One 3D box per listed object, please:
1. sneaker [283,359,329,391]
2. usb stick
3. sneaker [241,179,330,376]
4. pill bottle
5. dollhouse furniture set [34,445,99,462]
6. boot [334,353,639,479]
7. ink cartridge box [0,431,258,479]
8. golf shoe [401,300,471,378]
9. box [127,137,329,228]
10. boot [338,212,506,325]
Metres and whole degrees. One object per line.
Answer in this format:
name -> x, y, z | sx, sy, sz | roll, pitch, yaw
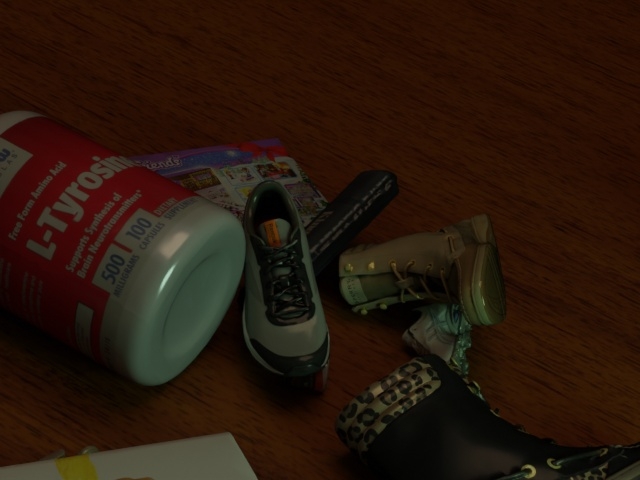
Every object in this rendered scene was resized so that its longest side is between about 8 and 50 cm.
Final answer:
sneaker -> -0.028, 0.120, 1.978 | 0.065, 0.061, 0.158 | 0, 36, -8
usb stick -> 0.000, 0.000, 2.089 | 0.077, 0.045, 0.278 | 7, 42, 47
sneaker -> -0.052, 0.046, 1.941 | 0.100, 0.108, 0.271 | -9, 53, -7
pill bottle -> -0.312, -0.013, 1.921 | 0.408, 0.229, 0.229 | 27, 37, 18
dollhouse furniture set -> -0.207, 0.289, 1.625 | 0.151, 0.123, 0.144 | 36, 41, 28
boot -> 0.227, 0.240, 1.835 | 0.377, 0.138, 0.284 | -21, 47, -31
ink cartridge box -> -0.243, 0.340, 1.411 | 0.385, 0.279, 0.160 | -6, 38, -26
golf shoe -> 0.144, 0.137, 2.020 | 0.086, 0.069, 0.176 | -1, 28, 9
box -> -0.143, -0.044, 2.167 | 0.293, 0.057, 0.201 | -9, 42, -29
boot -> 0.124, 0.051, 2.017 | 0.203, 0.095, 0.262 | -12, 21, 8
